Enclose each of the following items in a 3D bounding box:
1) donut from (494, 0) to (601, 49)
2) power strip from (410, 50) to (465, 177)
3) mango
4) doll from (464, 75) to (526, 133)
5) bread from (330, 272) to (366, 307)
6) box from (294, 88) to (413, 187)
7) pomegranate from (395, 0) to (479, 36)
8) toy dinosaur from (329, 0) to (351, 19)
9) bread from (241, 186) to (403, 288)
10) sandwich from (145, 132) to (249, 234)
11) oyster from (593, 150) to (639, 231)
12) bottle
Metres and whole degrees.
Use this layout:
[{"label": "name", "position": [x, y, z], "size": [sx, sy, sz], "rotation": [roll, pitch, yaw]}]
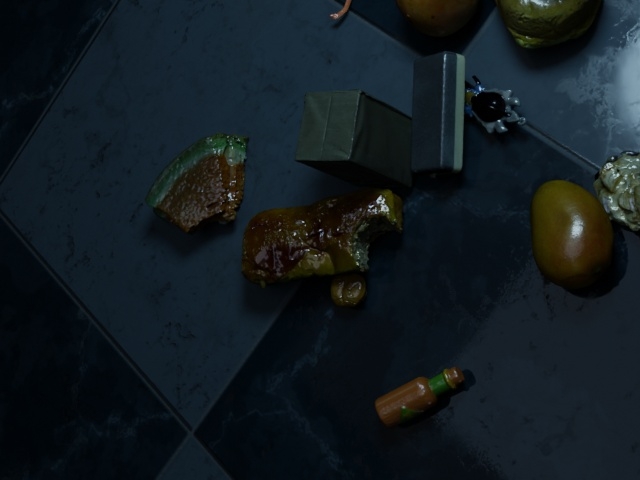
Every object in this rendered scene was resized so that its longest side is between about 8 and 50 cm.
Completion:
[{"label": "donut", "position": [0.446, -0.518, 1.759], "size": [0.209, 0.128, 0.261], "rotation": [-22, 66, 5]}, {"label": "power strip", "position": [0.244, -0.255, 1.836], "size": [0.105, 0.070, 0.256], "rotation": [-1, 85, 56]}, {"label": "mango", "position": [0.468, -0.017, 1.657], "size": [0.152, 0.120, 0.221], "rotation": [-16, 63, 31]}, {"label": "doll", "position": [0.343, -0.276, 1.816], "size": [0.195, 0.070, 0.096], "rotation": [35, 104, 39]}, {"label": "bread", "position": [0.061, 0.107, 1.901], "size": [0.083, 0.046, 0.081], "rotation": [29, 91, 32]}, {"label": "box", "position": [0.078, -0.208, 1.845], "size": [0.155, 0.231, 0.149], "rotation": [4, 82, 38]}, {"label": "pomegranate", "position": [0.247, -0.526, 1.862], "size": [0.191, 0.191, 0.191], "rotation": [-7, 76, 28]}, {"label": "toy dinosaur", "position": [0.051, -0.649, 2.069], "size": [0.101, 0.055, 0.279], "rotation": [18, 86, 8]}, {"label": "bread", "position": [0.000, 0.000, 1.910], "size": [0.380, 0.109, 0.185], "rotation": [-12, 61, 28]}, {"label": "sandwich", "position": [-0.294, -0.119, 2.114], "size": [0.292, 0.109, 0.212], "rotation": [-24, 68, 23]}, {"label": "oyster", "position": [0.595, -0.094, 1.629], "size": [0.191, 0.081, 0.163], "rotation": [0, 74, 26]}, {"label": "bottle", "position": [0.200, 0.307, 1.765], "size": [0.187, 0.069, 0.069], "rotation": [-33, 65, 20]}]
